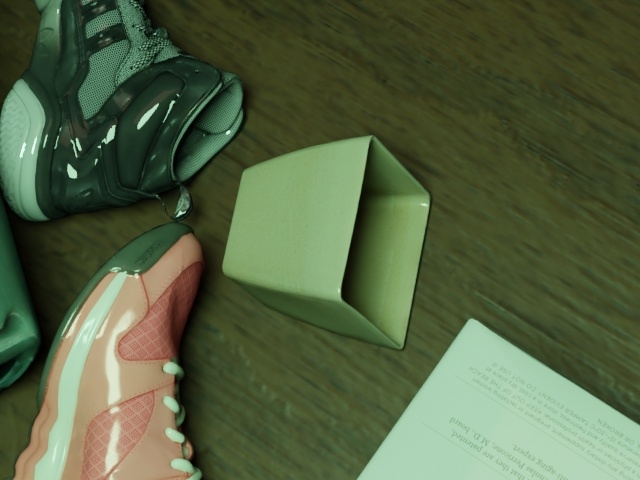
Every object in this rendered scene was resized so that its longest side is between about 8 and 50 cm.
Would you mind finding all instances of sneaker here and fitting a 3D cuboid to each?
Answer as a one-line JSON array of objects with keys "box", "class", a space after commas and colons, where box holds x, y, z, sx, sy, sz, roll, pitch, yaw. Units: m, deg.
[{"box": [-0.123, -0.138, 1.320, 0.153, 0.101, 0.268, 6, 78, 13], "class": "sneaker"}, {"box": [-0.120, 0.145, 1.226, 0.136, 0.116, 0.313, 21, 83, 8], "class": "sneaker"}]

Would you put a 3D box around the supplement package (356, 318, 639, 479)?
[{"box": [0.082, 0.227, 1.102, 0.175, 0.177, 0.293, 32, 79, 20], "class": "supplement package"}]

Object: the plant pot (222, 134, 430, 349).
[{"box": [0.000, 0.000, 1.244, 0.096, 0.109, 0.109, 4, 71, 26], "class": "plant pot"}]

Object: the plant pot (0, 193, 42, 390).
[{"box": [-0.350, -0.038, 1.222, 0.341, 0.341, 0.334, -24, 75, 3], "class": "plant pot"}]
